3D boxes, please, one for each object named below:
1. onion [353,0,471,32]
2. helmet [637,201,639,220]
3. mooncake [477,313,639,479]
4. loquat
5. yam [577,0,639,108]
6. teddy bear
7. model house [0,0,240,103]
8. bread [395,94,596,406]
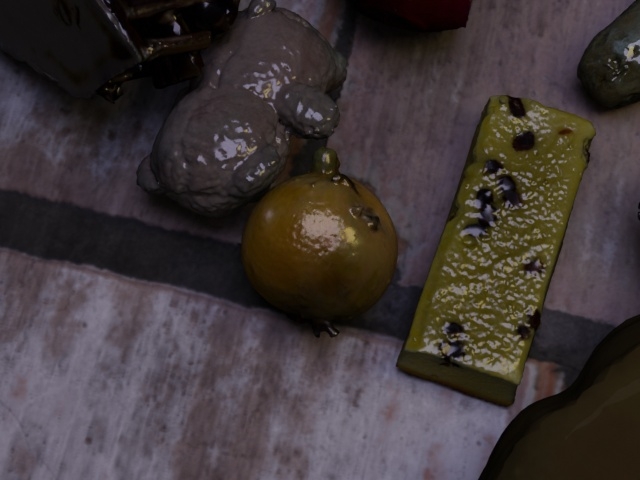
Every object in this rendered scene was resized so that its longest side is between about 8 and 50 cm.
[{"bbox_3d":[0.101,-0.356,1.937,0.207,0.216,0.206,18,87,10],"label":"onion"},{"bbox_3d":[0.480,-0.030,1.825,0.253,0.198,0.154,-6,20,-14],"label":"helmet"},{"bbox_3d":[0.376,0.290,1.538,0.467,0.262,0.467,0,91,9],"label":"mooncake"},{"bbox_3d":[0.000,0.000,1.773,0.172,0.149,0.205,7,100,3],"label":"loquat"},{"bbox_3d":[0.448,-0.270,1.957,0.330,0.133,0.133,-37,72,-12],"label":"yam"},{"bbox_3d":[-0.084,-0.143,1.834,0.236,0.151,0.267,-1,59,35],"label":"teddy bear"},{"bbox_3d":[-0.221,-0.307,1.894,0.282,0.317,0.297,-28,93,-36],"label":"model house"},{"bbox_3d":[0.205,-0.002,1.838,0.138,0.077,0.361,18,65,4],"label":"bread"}]
